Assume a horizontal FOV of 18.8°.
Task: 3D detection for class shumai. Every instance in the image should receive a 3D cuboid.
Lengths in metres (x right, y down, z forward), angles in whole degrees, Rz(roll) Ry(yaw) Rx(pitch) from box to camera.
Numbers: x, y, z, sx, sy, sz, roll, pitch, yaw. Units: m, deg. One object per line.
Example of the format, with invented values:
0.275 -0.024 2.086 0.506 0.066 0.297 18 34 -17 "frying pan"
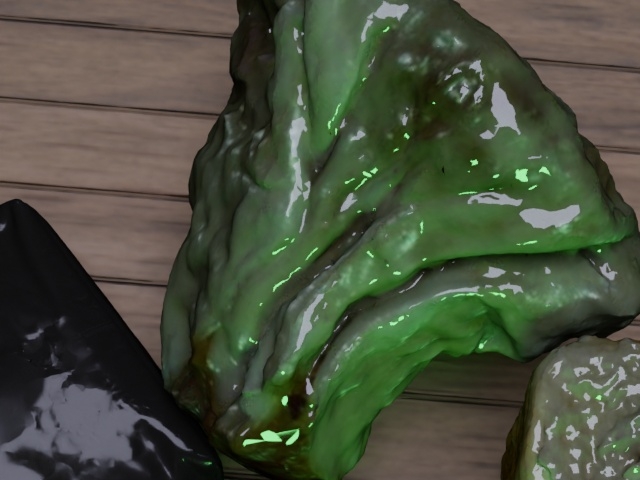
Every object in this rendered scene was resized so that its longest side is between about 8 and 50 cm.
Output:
0.000 0.000 1.133 0.263 0.309 0.304 -46 118 -13 "shumai"

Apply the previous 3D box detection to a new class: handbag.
-0.208 0.115 1.184 0.223 0.080 0.247 -34 73 -15 "handbag"

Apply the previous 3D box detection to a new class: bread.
0.198 0.165 1.095 0.196 0.246 0.176 1 66 1 "bread"
